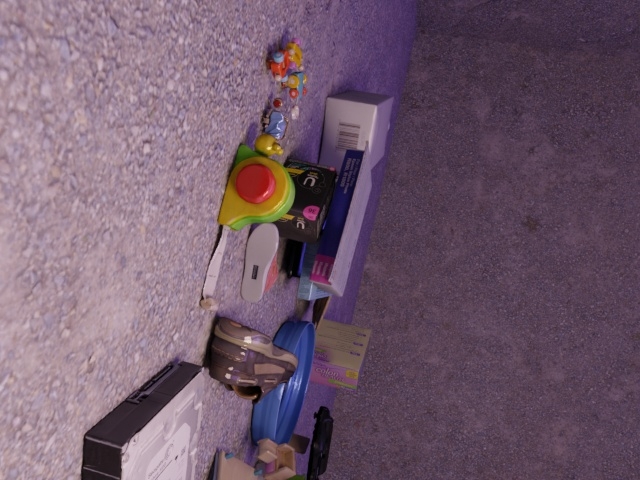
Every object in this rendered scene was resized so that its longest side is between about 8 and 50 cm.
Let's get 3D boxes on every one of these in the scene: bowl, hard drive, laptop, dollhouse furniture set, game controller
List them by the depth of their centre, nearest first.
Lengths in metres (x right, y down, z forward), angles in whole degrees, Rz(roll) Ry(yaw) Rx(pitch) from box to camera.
[{"bbox_3d":[-0.259,0.379,0.805,0.237,0.064,0.339,-40,140,-73],"label":"hard drive"},{"bbox_3d":[-0.215,0.590,1.245,0.303,0.198,0.286,48,23,-39],"label":"dollhouse furniture set"},{"bbox_3d":[0.000,0.000,1.498,0.264,0.136,0.234,127,-26,-88],"label":"laptop"},{"bbox_3d":[-0.104,0.421,1.590,0.391,0.077,0.391,12,90,-80],"label":"bowl"},{"bbox_3d":[-0.014,0.653,1.654,0.166,0.067,0.319,-58,159,-51],"label":"game controller"},{"bbox_3d":[-0.113,0.769,1.706,0.197,0.151,0.301,-59,158,-60],"label":"dollhouse furniture set"}]

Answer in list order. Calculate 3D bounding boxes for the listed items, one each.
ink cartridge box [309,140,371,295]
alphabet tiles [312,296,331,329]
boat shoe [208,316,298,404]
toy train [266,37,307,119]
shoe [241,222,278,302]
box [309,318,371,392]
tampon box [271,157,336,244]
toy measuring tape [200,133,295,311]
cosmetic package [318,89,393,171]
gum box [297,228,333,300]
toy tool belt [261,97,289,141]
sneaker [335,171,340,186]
[{"bbox_3d":[0.052,-0.042,1.308,0.330,0.071,0.324,57,48,-76],"label":"ink cartridge box"},{"bbox_3d":[0.029,0.123,1.772,0.285,0.011,0.342,-85,-166,-65],"label":"alphabet tiles"},{"bbox_3d":[-0.149,0.262,1.129,0.130,0.132,0.355,-65,157,-16],"label":"boat shoe"},{"bbox_3d":[-0.070,-0.324,1.071,0.166,0.046,0.125,75,30,-61],"label":"toy train"},{"bbox_3d":[-0.121,0.040,1.152,0.081,0.063,0.178,-45,150,-73],"label":"shoe"},{"bbox_3d":[0.066,0.439,2.100,0.243,0.213,0.117,-62,160,-57],"label":"box"},{"bbox_3d":[-0.043,-0.091,1.242,0.101,0.120,0.161,92,15,-49],"label":"tampon box"},{"bbox_3d":[-0.117,-0.029,0.956,0.121,0.121,0.330,47,56,-77],"label":"toy measuring tape"},{"bbox_3d":[0.122,-0.352,1.723,0.385,0.156,0.217,-52,152,-69],"label":"cosmetic package"},{"bbox_3d":[0.002,0.061,1.463,0.157,0.041,0.184,0,101,-65],"label":"gum box"},{"bbox_3d":[-0.088,-0.232,1.054,0.051,0.052,0.083,-73,171,-68],"label":"toy tool belt"},{"bbox_3d":[0.069,-0.178,1.764,0.235,0.094,0.153,-63,173,-10],"label":"sneaker"}]
